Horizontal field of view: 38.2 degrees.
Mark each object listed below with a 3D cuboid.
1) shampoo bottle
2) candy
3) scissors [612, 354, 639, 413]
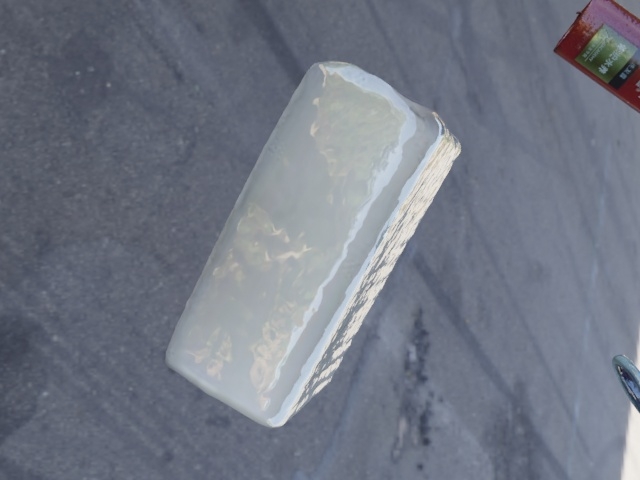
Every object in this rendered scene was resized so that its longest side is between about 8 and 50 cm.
[{"bbox_3d":[0.515,-0.249,1.421,0.314,0.118,0.076,37,36,2],"label":"shampoo bottle"},{"bbox_3d":[0.001,0.001,0.956,0.359,0.145,0.208,-61,166,13],"label":"candy"},{"bbox_3d":[0.489,0.309,1.150,0.256,0.029,0.383,61,0,-19],"label":"scissors"}]
